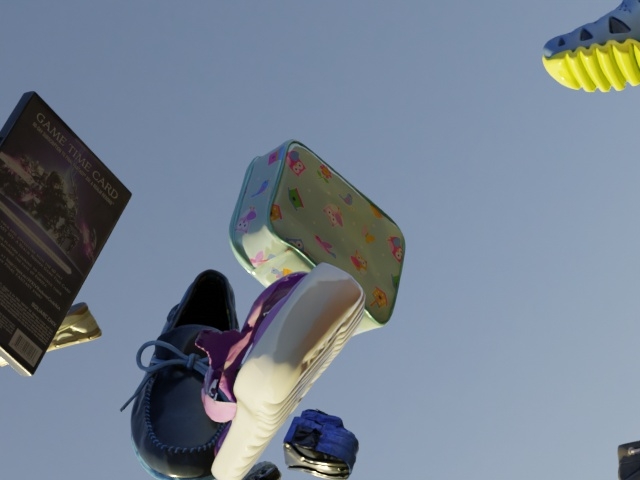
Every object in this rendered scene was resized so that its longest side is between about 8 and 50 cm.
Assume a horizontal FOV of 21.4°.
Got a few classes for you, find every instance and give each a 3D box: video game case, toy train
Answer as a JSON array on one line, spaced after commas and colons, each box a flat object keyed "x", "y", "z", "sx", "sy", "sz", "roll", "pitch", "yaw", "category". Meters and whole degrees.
[{"x": -0.341, "y": -0.009, "z": 1.981, "sx": 0.196, "sy": 0.026, "sz": 0.274, "roll": 49, "pitch": -128, "yaw": -35, "category": "video game case"}, {"x": -0.100, "y": 0.360, "z": 2.397, "sx": 0.027, "sy": 0.036, "sz": 0.158, "roll": 61, "pitch": -148, "yaw": -4, "category": "toy train"}]

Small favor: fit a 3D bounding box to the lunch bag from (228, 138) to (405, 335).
[{"x": 0.000, "y": 0.000, "z": 2.453, "sx": 0.279, "sy": 0.108, "sz": 0.224, "roll": 41, "pitch": -141, "yaw": -28, "category": "lunch bag"}]

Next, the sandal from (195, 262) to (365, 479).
[{"x": -0.047, "y": 0.090, "z": 1.408, "sx": 0.169, "sy": 0.102, "sz": 0.416, "roll": -50, "pitch": -5, "yaw": -21, "category": "sandal"}]

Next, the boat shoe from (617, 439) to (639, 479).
[{"x": 0.517, "y": 0.246, "z": 2.154, "sx": 0.112, "sy": 0.335, "sz": 0.095, "roll": 20, "pitch": -132, "yaw": -47, "category": "boat shoe"}]

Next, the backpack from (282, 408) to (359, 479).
[{"x": 0.007, "y": 0.347, "z": 2.883, "sx": 0.098, "sy": 0.120, "sz": 0.101, "roll": 80, "pitch": -149, "yaw": -58, "category": "backpack"}]

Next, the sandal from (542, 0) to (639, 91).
[{"x": 0.484, "y": -0.318, "z": 2.536, "sx": 0.126, "sy": 0.317, "sz": 0.138, "roll": 70, "pitch": -173, "yaw": -64, "category": "sandal"}]

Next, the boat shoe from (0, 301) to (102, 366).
[{"x": -0.345, "y": 0.128, "z": 2.116, "sx": 0.048, "sy": 0.153, "sz": 0.056, "roll": 60, "pitch": -163, "yaw": -14, "category": "boat shoe"}]

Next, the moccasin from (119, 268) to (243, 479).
[{"x": -0.153, "y": 0.142, "z": 1.905, "sx": 0.342, "sy": 0.137, "sz": 0.117, "roll": -99, "pitch": 16, "yaw": -63, "category": "moccasin"}]

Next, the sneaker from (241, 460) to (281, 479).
[{"x": -0.150, "y": 0.489, "z": 2.732, "sx": 0.297, "sy": 0.129, "sz": 0.111, "roll": -54, "pitch": 8, "yaw": -1, "category": "sneaker"}]
